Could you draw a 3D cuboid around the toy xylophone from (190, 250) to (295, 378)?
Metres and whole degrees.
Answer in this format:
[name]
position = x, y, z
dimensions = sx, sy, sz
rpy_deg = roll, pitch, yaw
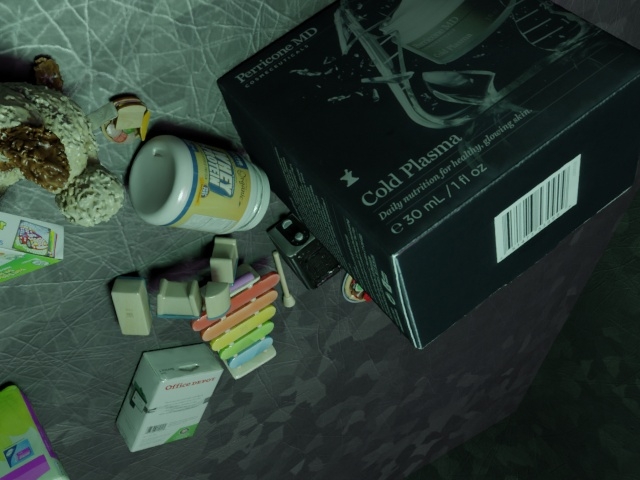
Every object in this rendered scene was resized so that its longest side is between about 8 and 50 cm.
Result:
[toy xylophone]
position = -0.153, 0.153, 1.521
dimensions = 0.236, 0.081, 0.322
rpy_deg = -35, 146, -12

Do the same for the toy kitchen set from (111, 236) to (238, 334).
[toy kitchen set]
position = -0.269, 0.084, 1.355
dimensions = 0.207, 0.166, 0.122
rpy_deg = 3, 134, 0

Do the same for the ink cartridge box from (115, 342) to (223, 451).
[ink cartridge box]
position = -0.327, 0.337, 1.533
dimensions = 0.160, 0.092, 0.219
rpy_deg = -2, 128, -44

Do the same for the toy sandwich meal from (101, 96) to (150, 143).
[toy sandwich meal]
position = -0.292, -0.180, 1.077
dimensions = 0.086, 0.029, 0.085
rpy_deg = -26, 142, -23

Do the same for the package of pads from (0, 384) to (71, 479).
[package of pads]
position = -0.610, 0.412, 1.214
dimensions = 0.297, 0.229, 0.101
rpy_deg = -30, 146, -20

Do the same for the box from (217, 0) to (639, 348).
[box]
position = 0.178, -0.175, 1.162
dimensions = 0.480, 0.472, 0.297
rpy_deg = -36, 144, -10

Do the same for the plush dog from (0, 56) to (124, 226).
[plush dog]
position = -0.382, -0.132, 0.866
dimensions = 0.225, 0.263, 0.210
rpy_deg = -48, 149, -84

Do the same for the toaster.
[toaster]
position = 0.000, 0.000, 1.488
dimensions = 0.168, 0.110, 0.185
rpy_deg = -38, 145, -7

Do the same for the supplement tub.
[supplement tub]
position = -0.196, -0.087, 1.171
dimensions = 0.200, 0.144, 0.144
rpy_deg = 8, 121, -49

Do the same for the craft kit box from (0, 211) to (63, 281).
[craft kit box]
position = -0.511, 0.010, 0.917
dimensions = 0.250, 0.060, 0.247
rpy_deg = -16, 158, 33

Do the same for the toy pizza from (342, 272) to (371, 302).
[toy pizza]
position = 0.142, 0.084, 1.787
dimensions = 0.201, 0.032, 0.201
rpy_deg = -26, 142, -23
